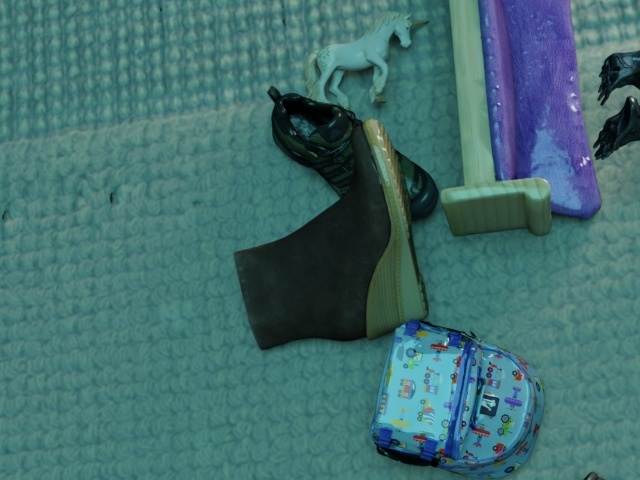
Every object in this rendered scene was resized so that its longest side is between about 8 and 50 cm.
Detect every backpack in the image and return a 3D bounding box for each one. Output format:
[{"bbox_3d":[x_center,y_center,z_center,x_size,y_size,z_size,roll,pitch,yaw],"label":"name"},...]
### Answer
[{"bbox_3d":[0.152,0.175,1.379,0.173,0.117,0.158,16,79,11],"label":"backpack"}]

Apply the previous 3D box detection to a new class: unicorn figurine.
[{"bbox_3d":[0.052,-0.215,1.530,0.162,0.060,0.111,-6,75,8],"label":"unicorn figurine"}]

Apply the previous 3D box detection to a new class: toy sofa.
[{"bbox_3d":[0.214,-0.195,1.451,0.177,0.150,0.362,-6,74,9],"label":"toy sofa"}]

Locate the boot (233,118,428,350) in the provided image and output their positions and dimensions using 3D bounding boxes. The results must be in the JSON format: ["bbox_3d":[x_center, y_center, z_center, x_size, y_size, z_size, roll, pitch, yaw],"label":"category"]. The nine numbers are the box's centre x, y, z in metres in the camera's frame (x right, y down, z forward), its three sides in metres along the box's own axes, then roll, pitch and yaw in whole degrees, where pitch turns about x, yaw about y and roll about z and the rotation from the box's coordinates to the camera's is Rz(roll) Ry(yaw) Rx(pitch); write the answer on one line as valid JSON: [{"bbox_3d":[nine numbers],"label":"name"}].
[{"bbox_3d":[0.000,0.000,1.426,0.207,0.090,0.248,-9,105,11],"label":"boot"}]

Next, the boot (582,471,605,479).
[{"bbox_3d":[0.349,0.398,1.297,0.280,0.096,0.264,17,76,12],"label":"boot"}]

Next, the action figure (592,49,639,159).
[{"bbox_3d":[0.434,-0.130,1.408,0.275,0.141,0.164,8,66,-15],"label":"action figure"}]

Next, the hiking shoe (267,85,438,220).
[{"bbox_3d":[0.031,-0.097,1.473,0.227,0.114,0.086,30,82,16],"label":"hiking shoe"}]
